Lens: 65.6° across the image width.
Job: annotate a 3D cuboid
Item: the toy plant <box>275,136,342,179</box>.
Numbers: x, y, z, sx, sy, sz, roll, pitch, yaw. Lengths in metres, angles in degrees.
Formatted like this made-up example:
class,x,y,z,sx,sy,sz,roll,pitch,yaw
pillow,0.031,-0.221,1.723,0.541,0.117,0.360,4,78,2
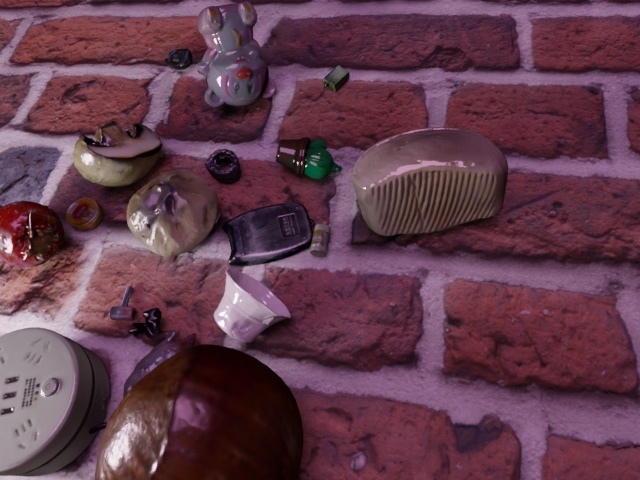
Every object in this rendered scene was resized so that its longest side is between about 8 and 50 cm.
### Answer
class,x,y,z,sx,sy,sz,roll,pitch,yaw
toy plant,-0.030,-0.250,1.491,0.200,0.105,0.143,14,49,-4

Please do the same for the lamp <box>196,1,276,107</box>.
class,x,y,z,sx,sy,sz,roll,pitch,yaw
lamp,-0.293,-0.590,1.617,0.247,0.301,0.247,-21,20,-25

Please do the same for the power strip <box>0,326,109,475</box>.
class,x,y,z,sx,sy,sz,roll,pitch,yaw
power strip,-0.722,0.395,1.217,0.357,0.161,0.358,-4,62,7

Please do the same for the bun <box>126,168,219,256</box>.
class,x,y,z,sx,sy,sz,roll,pitch,yaw
bun,-0.432,-0.093,1.431,0.272,0.168,0.273,-6,65,14

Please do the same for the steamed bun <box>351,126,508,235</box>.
class,x,y,z,sx,sy,sz,roll,pitch,yaw
steamed bun,0.282,-0.176,1.320,0.383,0.247,0.236,-10,50,10

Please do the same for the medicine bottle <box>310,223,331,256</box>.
class,x,y,z,sx,sy,sz,roll,pitch,yaw
medicine bottle,0.000,0.000,1.379,0.047,0.047,0.083,6,63,12

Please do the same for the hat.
class,x,y,z,sx,sy,sz,roll,pitch,yaw
hat,-0.190,0.176,1.260,0.203,0.203,0.126,42,95,25

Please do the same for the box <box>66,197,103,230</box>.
class,x,y,z,sx,sy,sz,roll,pitch,yaw
box,-0.730,-0.081,1.540,0.105,0.037,0.106,-3,63,7

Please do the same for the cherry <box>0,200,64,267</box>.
class,x,y,z,sx,sy,sz,roll,pitch,yaw
cherry,-0.875,-0.023,1.453,0.249,0.192,0.175,4,28,18

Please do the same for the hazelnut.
class,x,y,z,sx,sy,sz,roll,pitch,yaw
hazelnut,-0.236,0.431,1.034,0.420,0.352,0.422,3,83,-20

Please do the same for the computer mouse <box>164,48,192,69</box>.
class,x,y,z,sx,sy,sz,roll,pitch,yaw
computer mouse,-0.510,-0.654,1.804,0.134,0.047,0.079,19,73,30

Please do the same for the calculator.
class,x,y,z,sx,sy,sz,roll,pitch,yaw
calculator,-0.146,-0.022,1.422,0.267,0.040,0.177,-15,63,-4

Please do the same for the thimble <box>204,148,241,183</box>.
class,x,y,z,sx,sy,sz,roll,pitch,yaw
thimble,-0.295,-0.230,1.537,0.104,0.066,0.095,17,67,14

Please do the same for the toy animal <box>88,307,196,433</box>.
class,x,y,z,sx,sy,sz,roll,pitch,yaw
toy animal,-0.427,0.328,1.248,0.195,0.090,0.324,-3,53,14

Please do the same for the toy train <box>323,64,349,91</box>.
class,x,y,z,sx,sy,sz,roll,pitch,yaw
toy train,0.054,-0.543,1.663,0.056,0.038,0.093,37,73,21

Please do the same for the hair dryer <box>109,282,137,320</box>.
class,x,y,z,sx,sy,sz,roll,pitch,yaw
hair dryer,-0.537,0.168,1.384,0.063,0.037,0.115,0,55,7

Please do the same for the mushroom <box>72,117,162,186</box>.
class,x,y,z,sx,sy,sz,roll,pitch,yaw
mushroom,-0.624,-0.253,1.548,0.189,0.164,0.267,29,32,-3
